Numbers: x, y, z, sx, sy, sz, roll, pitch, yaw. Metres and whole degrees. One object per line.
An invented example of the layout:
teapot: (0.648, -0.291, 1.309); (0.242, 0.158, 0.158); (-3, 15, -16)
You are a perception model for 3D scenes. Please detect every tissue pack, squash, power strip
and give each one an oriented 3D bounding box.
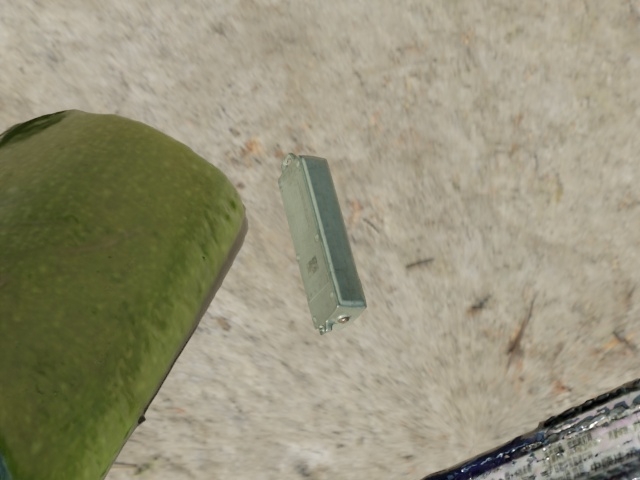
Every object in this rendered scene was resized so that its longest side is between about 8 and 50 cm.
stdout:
tissue pack: (0.286, 0.279, 1.397); (0.332, 0.245, 0.123); (-29, 51, 30)
squash: (-0.153, 0.032, 0.592); (0.169, 0.252, 0.093); (-6, 121, 22)
power strip: (0.000, 0.000, 1.778); (0.052, 0.078, 0.272); (4, 58, -32)
